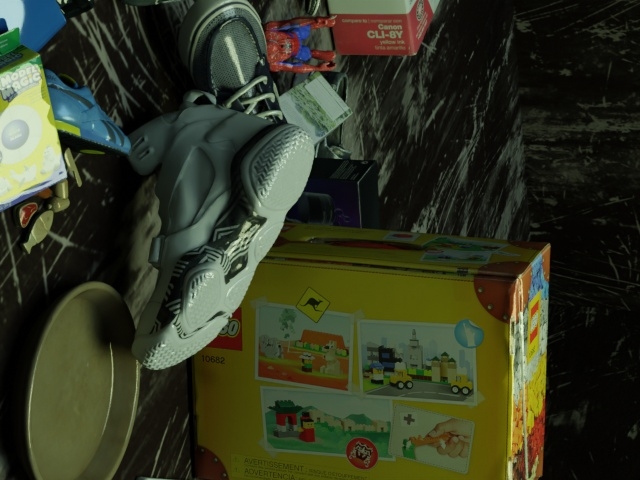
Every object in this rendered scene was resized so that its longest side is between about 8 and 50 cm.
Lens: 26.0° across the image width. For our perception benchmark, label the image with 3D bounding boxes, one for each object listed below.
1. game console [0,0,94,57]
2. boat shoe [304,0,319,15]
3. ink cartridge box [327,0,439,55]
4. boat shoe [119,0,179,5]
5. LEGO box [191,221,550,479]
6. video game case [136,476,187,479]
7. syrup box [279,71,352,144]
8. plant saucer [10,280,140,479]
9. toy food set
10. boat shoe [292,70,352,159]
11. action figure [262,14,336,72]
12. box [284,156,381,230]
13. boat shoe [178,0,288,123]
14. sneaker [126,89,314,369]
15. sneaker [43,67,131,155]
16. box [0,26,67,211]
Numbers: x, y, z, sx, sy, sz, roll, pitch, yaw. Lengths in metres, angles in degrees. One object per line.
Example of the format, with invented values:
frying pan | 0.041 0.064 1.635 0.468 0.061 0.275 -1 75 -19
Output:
game console | -0.368 -0.327 1.409 0.293 0.173 0.250 64 5 -56
boat shoe | -0.020 -0.444 2.344 0.046 0.038 0.125 -148 -119 -64
ink cartridge box | 0.108 -0.567 2.493 0.279 0.160 0.385 -65 152 -45
boat shoe | -0.171 -0.376 1.841 0.113 0.127 0.340 -51 180 29
LEGO box | 0.067 0.181 2.035 0.193 0.500 0.373 -33 126 -65
video game case | -0.225 0.427 1.974 0.190 0.022 0.173 31 65 -68
syrup box | -0.045 -0.180 2.196 0.093 0.096 0.237 49 30 -2
plant saucer | -0.299 0.187 1.691 0.278 0.041 0.278 4 90 -70
toy food set | -0.324 -0.051 1.606 0.122 0.019 0.078 -56 146 -40
boat shoe | 0.003 -0.141 2.373 0.108 0.102 0.301 7 87 -70
action figure | -0.008 -0.324 2.267 0.280 0.139 0.092 -27 117 -65
box | 0.000 0.000 2.276 0.103 0.184 0.261 -48 138 -56
boat shoe | -0.093 -0.190 1.910 0.127 0.158 0.340 -34 153 -12
sneaker | -0.179 -0.023 1.809 0.366 0.210 0.137 -59 156 -4
sneaker | -0.278 -0.149 1.636 0.209 0.069 0.082 25 67 -69
box | -0.332 -0.125 1.450 0.105 0.043 0.179 -32 132 -30
